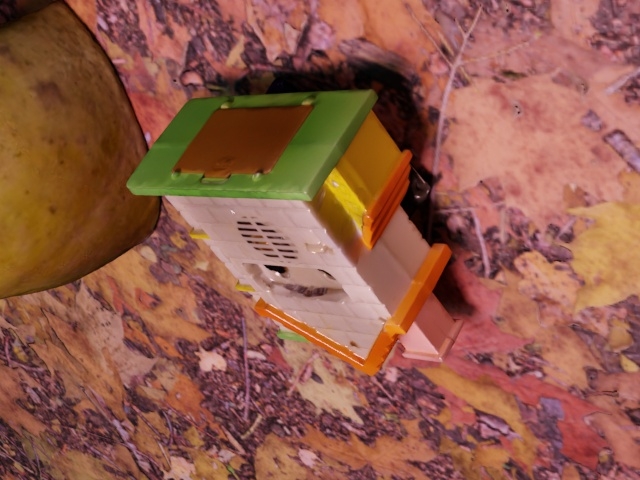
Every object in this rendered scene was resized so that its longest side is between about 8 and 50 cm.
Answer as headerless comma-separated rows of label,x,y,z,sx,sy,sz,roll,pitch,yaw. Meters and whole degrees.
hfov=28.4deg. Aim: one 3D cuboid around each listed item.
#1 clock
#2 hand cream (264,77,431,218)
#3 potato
clock,0.000,0.000,1.076,0.220,0.106,0.255,4,143,44
hand cream,0.020,-0.079,1.072,0.163,0.039,0.062,36,140,1
potato,-0.315,-0.024,1.223,0.213,0.280,0.330,44,140,3
